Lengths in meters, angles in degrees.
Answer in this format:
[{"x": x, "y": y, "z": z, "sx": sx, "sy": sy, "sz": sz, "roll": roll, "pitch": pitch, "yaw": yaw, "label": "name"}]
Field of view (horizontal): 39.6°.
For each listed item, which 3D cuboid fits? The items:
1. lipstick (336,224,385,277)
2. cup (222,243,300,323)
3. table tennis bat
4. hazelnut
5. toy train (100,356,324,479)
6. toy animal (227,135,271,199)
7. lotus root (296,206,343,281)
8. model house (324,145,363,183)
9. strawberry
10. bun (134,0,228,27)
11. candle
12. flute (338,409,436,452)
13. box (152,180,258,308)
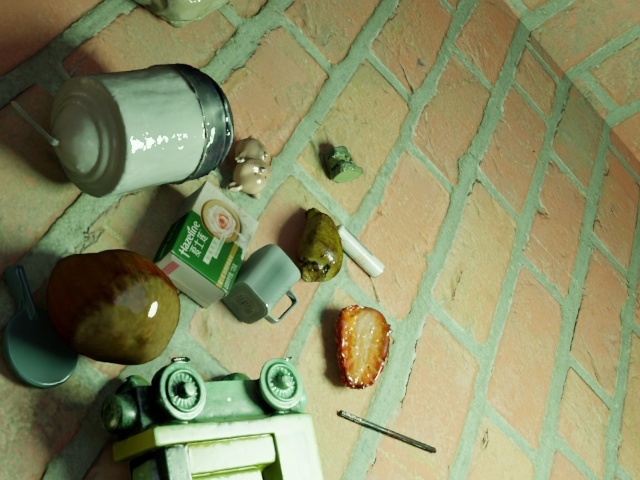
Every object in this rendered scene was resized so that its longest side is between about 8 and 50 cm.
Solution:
[{"x": 0.081, "y": 0.023, "z": 1.953, "sx": 0.141, "sy": 0.040, "sz": 0.040, "roll": 44, "pitch": 42, "yaw": -14, "label": "lipstick"}, {"x": -0.103, "y": 0.094, "z": 1.681, "sx": 0.128, "sy": 0.095, "sz": 0.129, "roll": 51, "pitch": 43, "yaw": -11, "label": "cup"}, {"x": -0.440, "y": 0.130, "z": 1.363, "sx": 0.124, "sy": 0.033, "sz": 0.201, "roll": -12, "pitch": 76, "yaw": -54, "label": "table tennis bat"}, {"x": -0.317, "y": 0.093, "z": 1.386, "sx": 0.210, "sy": 0.186, "sz": 0.210, "roll": 25, "pitch": 55, "yaw": -40, "label": "hazelnut"}, {"x": -0.162, "y": 0.322, "z": 1.429, "sx": 0.397, "sy": 0.160, "sz": 0.253, "roll": 6, "pitch": 66, "yaw": -44, "label": "toy train"}, {"x": -0.142, "y": -0.152, "z": 1.820, "sx": 0.084, "sy": 0.089, "sz": 0.150, "roll": 14, "pitch": 57, "yaw": -13, "label": "toy animal"}, {"x": 0.000, "y": 0.000, "z": 1.850, "sx": 0.108, "sy": 0.095, "sz": 0.190, "roll": 70, "pitch": 18, "yaw": -45, "label": "lotus root"}, {"x": 0.049, "y": -0.181, "z": 2.032, "sx": 0.079, "sy": 0.066, "sz": 0.083, "roll": -1, "pitch": 65, "yaw": -48, "label": "model house"}, {"x": 0.073, "y": 0.219, "z": 1.799, "sx": 0.121, "sy": 0.082, "sz": 0.188, "roll": 21, "pitch": 58, "yaw": -10, "label": "strawberry"}, {"x": -0.309, "y": -0.576, "z": 1.826, "sx": 0.281, "sy": 0.205, "sz": 0.281, "roll": 42, "pitch": 32, "yaw": -35, "label": "bun"}, {"x": -0.329, "y": -0.188, "z": 1.539, "sx": 0.343, "sy": 0.221, "sz": 0.221, "roll": -22, "pitch": 82, "yaw": -47, "label": "candle"}, {"x": 0.140, "y": 0.389, "z": 1.797, "sx": 0.270, "sy": 0.014, "sz": 0.014, "roll": 27, "pitch": 48, "yaw": -30, "label": "flute"}, {"x": -0.211, "y": 0.007, "z": 1.639, "sx": 0.135, "sy": 0.081, "sz": 0.199, "roll": 39, "pitch": 41, "yaw": -21, "label": "box"}]
